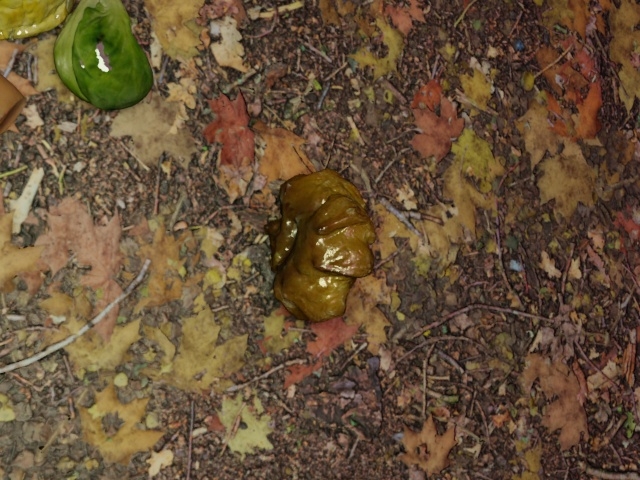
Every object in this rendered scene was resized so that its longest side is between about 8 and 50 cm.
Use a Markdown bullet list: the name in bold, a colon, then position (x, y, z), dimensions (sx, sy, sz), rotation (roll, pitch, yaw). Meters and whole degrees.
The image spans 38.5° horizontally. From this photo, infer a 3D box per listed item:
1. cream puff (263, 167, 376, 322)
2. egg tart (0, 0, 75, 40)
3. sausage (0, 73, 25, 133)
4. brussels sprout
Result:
- **cream puff**: position (0.000, 0.000, 1.557), dimensions (0.155, 0.241, 0.269), rotation (7, 50, -33)
- **egg tart**: position (-0.488, -0.469, 1.377), dimensions (0.351, 0.153, 0.339), rotation (-8, 86, -41)
- **sausage**: position (-0.582, -0.259, 1.326), dimensions (0.304, 0.121, 0.121), rotation (39, 67, -16)
- **brussels sprout**: position (-0.346, -0.293, 1.451), dimensions (0.145, 0.131, 0.183), rotation (-35, 104, -33)
